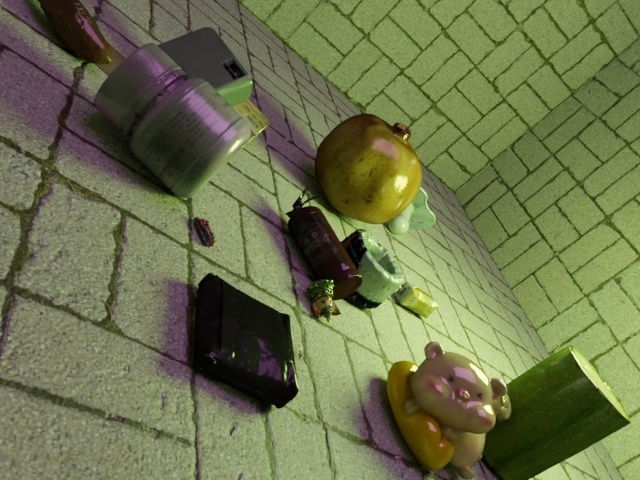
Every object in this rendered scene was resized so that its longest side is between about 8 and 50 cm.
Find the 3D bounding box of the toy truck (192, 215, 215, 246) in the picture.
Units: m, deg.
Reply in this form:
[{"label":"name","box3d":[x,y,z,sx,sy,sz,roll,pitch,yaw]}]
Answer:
[{"label":"toy truck","box3d":[-0.269,-0.022,1.421,0.032,0.024,0.083,-8,57,-31]}]

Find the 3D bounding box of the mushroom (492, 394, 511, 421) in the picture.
[{"label":"mushroom","box3d":[0.426,0.459,1.724,0.097,0.212,0.088,-10,104,-73]}]

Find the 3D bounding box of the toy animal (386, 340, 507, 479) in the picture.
[{"label":"toy animal","box3d":[0.338,0.423,1.517,0.345,0.247,0.277,44,23,-12]}]

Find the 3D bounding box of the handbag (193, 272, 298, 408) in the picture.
[{"label":"handbag","box3d":[-0.145,0.190,1.215,0.223,0.080,0.247,35,24,-29]}]

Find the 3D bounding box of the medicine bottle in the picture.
[{"label":"medicine bottle","box3d":[-0.340,-0.276,1.420,0.302,0.241,0.241,45,21,-9]}]

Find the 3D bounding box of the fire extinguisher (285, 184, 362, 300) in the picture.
[{"label":"fire extinguisher","box3d":[0.000,0.000,1.756,0.337,0.135,0.114,58,8,27]}]

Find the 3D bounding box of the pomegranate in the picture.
[{"label":"pomegranate","box3d":[0.177,-0.270,2.230,0.416,0.416,0.417,40,22,-20]}]

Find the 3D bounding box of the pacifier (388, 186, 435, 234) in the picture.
[{"label":"pacifier","box3d":[0.346,-0.119,2.613,0.299,0.244,0.233,61,42,-38]}]

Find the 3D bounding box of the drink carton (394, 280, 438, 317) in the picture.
[{"label":"drink carton","box3d":[0.311,0.192,2.098,0.200,0.084,0.074,30,17,-37]}]

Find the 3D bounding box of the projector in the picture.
[{"label":"projector","box3d":[-0.352,-0.501,1.844,0.250,0.198,0.108,53,-22,17]}]

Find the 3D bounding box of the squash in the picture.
[{"label":"squash","box3d":[0.646,0.509,1.786,0.263,0.384,0.263,43,20,-20]}]

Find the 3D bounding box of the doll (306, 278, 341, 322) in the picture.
[{"label":"doll","box3d":[0.003,0.162,1.609,0.078,0.076,0.113,0,77,-30]}]

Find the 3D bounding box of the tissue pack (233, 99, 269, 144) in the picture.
[{"label":"tissue pack","box3d":[-0.284,-0.417,1.991,0.222,0.090,0.186,43,24,-9]}]

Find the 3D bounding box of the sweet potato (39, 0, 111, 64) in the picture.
[{"label":"sweet potato","box3d":[-0.660,-0.588,1.544,0.385,0.109,0.109,48,21,3]}]

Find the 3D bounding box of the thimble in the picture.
[{"label":"thimble","box3d":[0.138,0.084,1.856,0.237,0.150,0.237,41,21,-19]}]

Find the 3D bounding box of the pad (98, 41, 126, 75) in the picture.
[{"label":"pad","box3d":[-0.531,-0.456,1.695,0.266,0.002,0.176,41,22,-18]}]
